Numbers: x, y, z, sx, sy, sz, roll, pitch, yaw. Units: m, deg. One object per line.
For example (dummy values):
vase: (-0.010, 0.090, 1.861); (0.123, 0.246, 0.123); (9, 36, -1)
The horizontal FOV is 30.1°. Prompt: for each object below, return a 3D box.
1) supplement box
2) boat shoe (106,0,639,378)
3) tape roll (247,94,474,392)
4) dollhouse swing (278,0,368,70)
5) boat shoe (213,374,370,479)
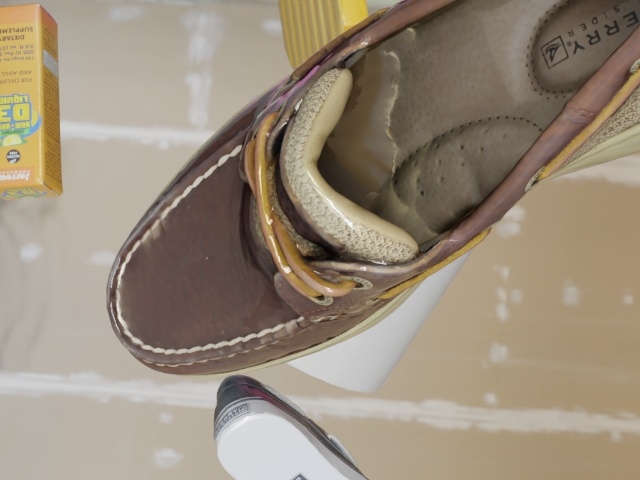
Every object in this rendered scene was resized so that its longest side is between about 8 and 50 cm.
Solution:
supplement box: (-0.371, -0.171, 1.483); (0.080, 0.078, 0.233); (61, 24, -82)
boat shoe: (0.017, -0.033, 0.490); (0.123, 0.342, 0.123); (-9, 74, -59)
tape roll: (0.000, 0.000, 1.084); (0.169, 0.246, 0.246); (-57, -174, 9)
dollhouse swing: (-0.114, -0.340, 1.217); (0.347, 0.315, 0.304); (-157, -107, -76)
boat shoe: (-0.007, 0.251, 1.227); (0.301, 0.108, 0.102); (47, 10, -27)
